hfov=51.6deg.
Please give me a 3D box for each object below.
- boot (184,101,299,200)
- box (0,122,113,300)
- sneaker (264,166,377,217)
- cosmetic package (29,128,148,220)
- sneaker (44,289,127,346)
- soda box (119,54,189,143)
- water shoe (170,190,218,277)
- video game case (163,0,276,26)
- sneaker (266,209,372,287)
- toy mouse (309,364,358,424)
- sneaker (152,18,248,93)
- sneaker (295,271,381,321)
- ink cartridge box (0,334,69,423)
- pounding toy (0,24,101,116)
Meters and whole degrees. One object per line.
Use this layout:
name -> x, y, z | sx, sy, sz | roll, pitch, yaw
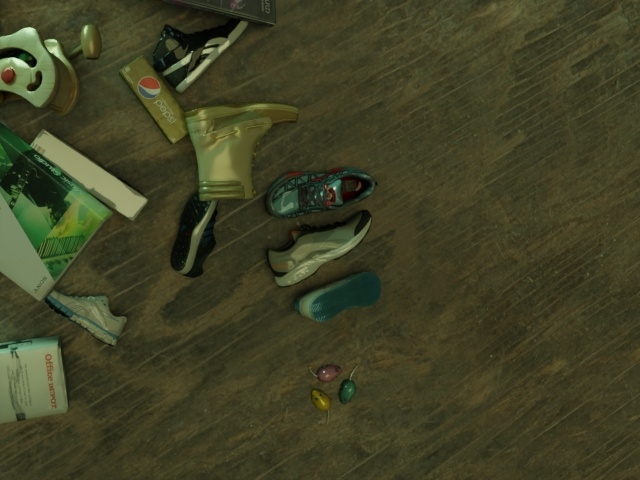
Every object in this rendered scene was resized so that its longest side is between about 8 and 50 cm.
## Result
boot -> -0.153, -0.190, 1.418 | 0.262, 0.095, 0.203 | -13, 99, -35
box -> -0.594, -0.066, 1.265 | 0.322, 0.058, 0.232 | 39, 107, -10
sneaker -> 0.004, -0.113, 1.484 | 0.262, 0.125, 0.104 | -17, 102, -15
cosmetic package -> -0.468, -0.133, 1.344 | 0.239, 0.099, 0.060 | 36, 83, -20
sneaker -> -0.496, 0.141, 1.398 | 0.191, 0.071, 0.083 | 38, 67, -19
soda box -> -0.340, -0.291, 1.383 | 0.061, 0.058, 0.181 | -38, 107, -10
water shoe -> -0.265, -0.019, 1.451 | 0.080, 0.073, 0.203 | 35, 73, -56
video game case -> -0.213, -0.556, 1.339 | 0.274, 0.026, 0.196 | 1, 84, -38
sneaker -> 0.000, 0.000, 1.516 | 0.271, 0.100, 0.108 | -32, 101, -11
toy mouse -> 0.041, 0.352, 1.611 | 0.143, 0.031, 0.161 | -33, 106, -11
sneaker -> -0.259, -0.423, 1.379 | 0.121, 0.079, 0.217 | 45, 84, -19
sneaker -> 0.046, 0.125, 1.557 | 0.229, 0.092, 0.087 | -14, 100, -36
ink cartridge box -> -0.630, 0.287, 1.355 | 0.208, 0.087, 0.153 | -5, 99, -16
pounding toy -> -0.529, -0.303, 1.271 | 0.270, 0.155, 0.154 | -12, 84, 15
